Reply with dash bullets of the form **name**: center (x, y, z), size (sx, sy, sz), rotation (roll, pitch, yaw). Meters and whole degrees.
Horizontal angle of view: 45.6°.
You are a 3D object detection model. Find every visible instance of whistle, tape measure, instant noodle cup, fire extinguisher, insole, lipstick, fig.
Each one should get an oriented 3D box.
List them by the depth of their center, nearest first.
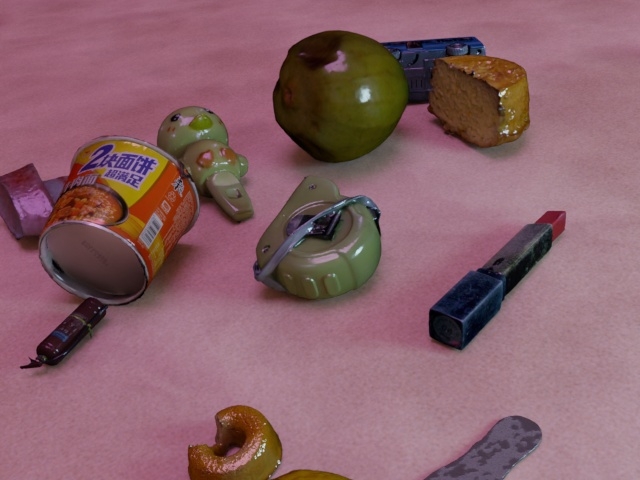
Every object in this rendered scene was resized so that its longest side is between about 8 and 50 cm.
- **insole**: center (0.159, 0.240, 0.786), size (0.193, 0.006, 0.065), rotation (-30, 39, -31)
- **fire extinguisher**: center (-0.342, 0.131, 1.029), size (0.056, 0.039, 0.132), rotation (0, 33, 28)
- **lipstick**: center (0.252, 0.040, 1.036), size (0.051, 0.051, 0.312), rotation (18, 39, 36)
- **tape measure**: center (0.000, 0.000, 1.085), size (0.175, 0.106, 0.200), rotation (14, 48, 30)
- **instant noodle cup**: center (-0.301, -0.021, 1.115), size (0.213, 0.213, 0.174), rotation (1, 42, 13)
- **whistle**: center (-0.198, -0.150, 1.339), size (0.141, 0.141, 0.294), rotation (-24, 37, -23)
- **fig**: center (0.053, -0.259, 1.377), size (0.271, 0.240, 0.239), rotation (-9, 30, -31)

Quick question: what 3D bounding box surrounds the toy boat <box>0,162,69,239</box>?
- **toy boat**: center (-0.416, -0.085, 1.353), size (0.282, 0.096, 0.206), rotation (-17, 39, -36)

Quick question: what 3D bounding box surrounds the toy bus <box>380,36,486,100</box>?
- **toy bus**: center (0.214, -0.358, 1.588), size (0.246, 0.114, 0.134), rotation (-3, 29, 4)

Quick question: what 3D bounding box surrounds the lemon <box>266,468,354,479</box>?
- **lemon**: center (-0.002, 0.275, 0.597), size (0.178, 0.203, 0.178), rotation (-24, 13, 6)

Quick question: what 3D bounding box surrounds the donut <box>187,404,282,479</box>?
- **donut**: center (-0.093, 0.226, 0.829), size (0.097, 0.043, 0.108), rotation (9, 41, 25)

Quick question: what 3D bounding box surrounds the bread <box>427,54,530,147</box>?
- **bread**: center (0.307, -0.265, 1.400), size (0.139, 0.143, 0.229), rotation (-20, 37, -17)
